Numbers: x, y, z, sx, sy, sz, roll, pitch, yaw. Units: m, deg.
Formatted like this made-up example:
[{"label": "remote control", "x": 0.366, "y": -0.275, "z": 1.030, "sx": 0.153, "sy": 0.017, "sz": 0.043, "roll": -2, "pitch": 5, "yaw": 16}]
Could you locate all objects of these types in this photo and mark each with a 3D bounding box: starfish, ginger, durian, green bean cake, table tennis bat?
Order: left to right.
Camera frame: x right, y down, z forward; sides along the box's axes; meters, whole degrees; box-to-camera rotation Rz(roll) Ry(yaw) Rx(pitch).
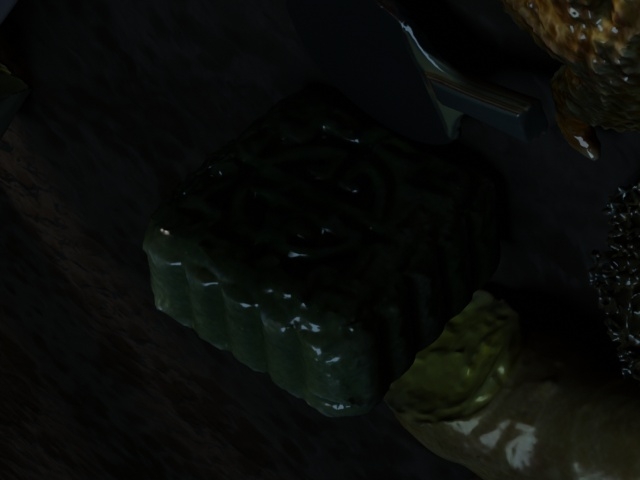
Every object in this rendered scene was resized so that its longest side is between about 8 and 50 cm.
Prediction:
[{"label": "green bean cake", "x": 0.000, "y": 0.000, "z": 1.177, "sx": 0.185, "sy": 0.183, "sz": 0.094, "roll": 28, "pitch": 148, "yaw": 28}, {"label": "table tennis bat", "x": 0.054, "y": -0.103, "z": 1.101, "sx": 0.220, "sy": 0.019, "sz": 0.130, "roll": 29, "pitch": 154, "yaw": 45}, {"label": "ginger", "x": 0.180, "y": 0.133, "z": 1.203, "sx": 0.354, "sy": 0.126, "sz": 0.190, "roll": 29, "pitch": 161, "yaw": 31}, {"label": "starfish", "x": 0.158, "y": -0.116, "z": 0.883, "sx": 0.327, "sy": 0.094, "sz": 0.375, "roll": 38, "pitch": 164, "yaw": 2}, {"label": "durian", "x": 0.222, "y": 0.052, "z": 1.057, "sx": 0.188, "sy": 0.091, "sz": 0.148, "roll": 46, "pitch": 153, "yaw": -11}]

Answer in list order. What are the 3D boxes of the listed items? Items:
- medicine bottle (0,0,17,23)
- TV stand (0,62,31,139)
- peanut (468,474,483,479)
[{"label": "medicine bottle", "x": -0.371, "y": -0.249, "z": 1.232, "sx": 0.325, "sy": 0.256, "sz": 0.256, "roll": 40, "pitch": 153, "yaw": 2}, {"label": "TV stand", "x": -0.338, "y": -0.088, "z": 1.418, "sx": 0.082, "sy": 0.269, "sz": 0.088, "roll": 39, "pitch": 114, "yaw": 8}, {"label": "peanut", "x": 0.155, "y": 0.270, "z": 1.402, "sx": 0.152, "sy": 0.152, "sz": 0.313, "roll": 36, "pitch": 153, "yaw": 13}]
